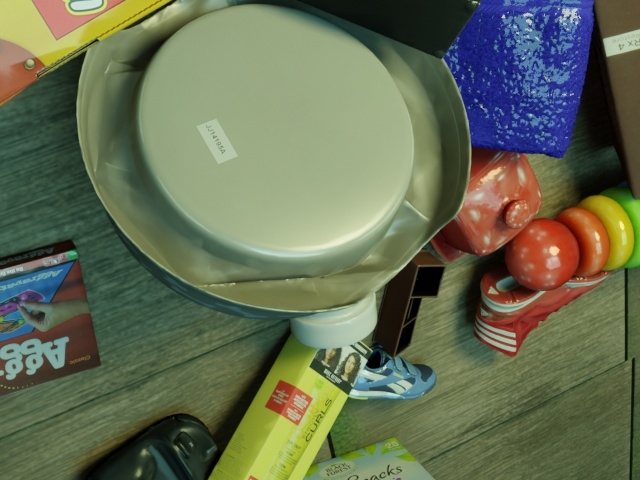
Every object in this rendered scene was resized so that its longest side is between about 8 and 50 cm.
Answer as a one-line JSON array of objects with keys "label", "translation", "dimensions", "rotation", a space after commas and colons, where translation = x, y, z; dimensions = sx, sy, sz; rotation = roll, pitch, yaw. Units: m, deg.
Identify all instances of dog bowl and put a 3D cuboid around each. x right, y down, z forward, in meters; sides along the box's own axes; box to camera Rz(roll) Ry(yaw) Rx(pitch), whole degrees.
[{"label": "dog bowl", "translation": [-0.044, -0.087, 0.843], "dimensions": [0.349, 0.348, 0.102], "rotation": [-15, 164, -22]}]

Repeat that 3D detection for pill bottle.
[{"label": "pill bottle", "translation": [0.000, 0.000, 1.010], "dimensions": [0.121, 0.121, 0.221], "rotation": [-20, 122, -19]}]

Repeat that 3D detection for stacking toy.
[{"label": "stacking toy", "translation": [0.375, -0.016, 1.192], "dimensions": [0.330, 0.141, 0.141], "rotation": [-16, 120, -22]}]

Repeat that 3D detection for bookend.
[{"label": "bookend", "translation": [0.062, -0.267, 0.855], "dimensions": [0.157, 0.156, 0.072], "rotation": [20, 141, -13]}]

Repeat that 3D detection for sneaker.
[{"label": "sneaker", "translation": [0.288, 0.076, 1.249], "dimensions": [0.221, 0.087, 0.128], "rotation": [-13, 138, -25]}, {"label": "sneaker", "translation": [0.089, 0.165, 1.184], "dimensions": [0.144, 0.053, 0.059], "rotation": [2, 110, -31]}]

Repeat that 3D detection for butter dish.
[{"label": "butter dish", "translation": [0.199, -0.050, 1.095], "dimensions": [0.160, 0.118, 0.160], "rotation": [-39, 126, -6]}]

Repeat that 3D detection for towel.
[{"label": "towel", "translation": [0.164, -0.235, 0.945], "dimensions": [0.228, 0.076, 0.308], "rotation": [7, 118, 9]}]

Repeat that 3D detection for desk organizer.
[{"label": "desk organizer", "translation": [0.109, 0.077, 1.151], "dimensions": [0.047, 0.050, 0.130], "rotation": [1, 113, -29]}]

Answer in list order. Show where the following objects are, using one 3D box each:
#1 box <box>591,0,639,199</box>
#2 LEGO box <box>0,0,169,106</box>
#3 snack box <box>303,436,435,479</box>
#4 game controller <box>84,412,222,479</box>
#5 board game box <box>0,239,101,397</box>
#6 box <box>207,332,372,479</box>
[{"label": "box", "translation": [0.403, -0.247, 1.055], "dimensions": [0.191, 0.143, 0.381], "rotation": [-14, 127, 16]}, {"label": "LEGO box", "translation": [-0.233, -0.397, 0.640], "dimensions": [0.372, 0.193, 0.500], "rotation": [-33, 125, -10]}, {"label": "snack box", "translation": [0.048, 0.347, 1.175], "dimensions": [0.207, 0.174, 0.070], "rotation": [-13, 116, -22]}, {"label": "game controller", "translation": [-0.148, 0.363, 1.100], "dimensions": [0.166, 0.067, 0.319], "rotation": [-30, 109, -15]}, {"label": "board game box", "translation": [-0.367, 0.103, 0.920], "dimensions": [0.281, 0.027, 0.145], "rotation": [-17, 122, -21]}, {"label": "box", "translation": [-0.034, 0.203, 1.089], "dimensions": [0.087, 0.058, 0.232], "rotation": [43, 72, -38]}]
